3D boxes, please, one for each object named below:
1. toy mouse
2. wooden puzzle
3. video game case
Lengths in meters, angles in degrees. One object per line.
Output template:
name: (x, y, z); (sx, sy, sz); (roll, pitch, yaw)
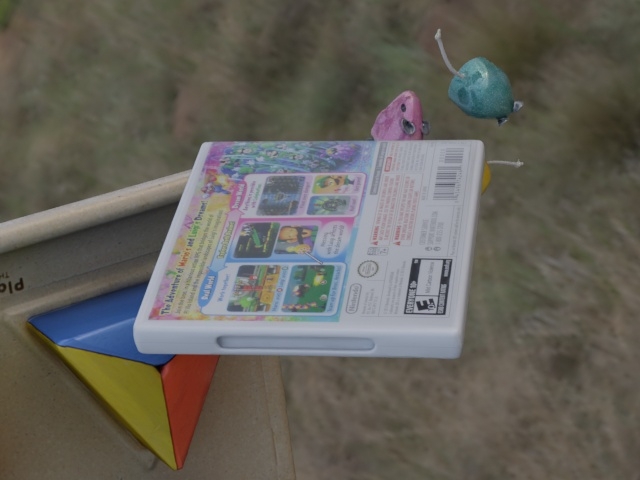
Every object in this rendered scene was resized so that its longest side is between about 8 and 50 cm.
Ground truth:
toy mouse: (0.084, -0.075, 1.131); (0.031, 0.161, 0.143); (49, 149, 40)
wooden puzzle: (-0.147, 0.155, 0.917); (0.080, 0.322, 0.348); (32, 133, 53)
video game case: (0.000, 0.000, 0.789); (0.157, 0.143, 0.019); (-76, -17, -54)
